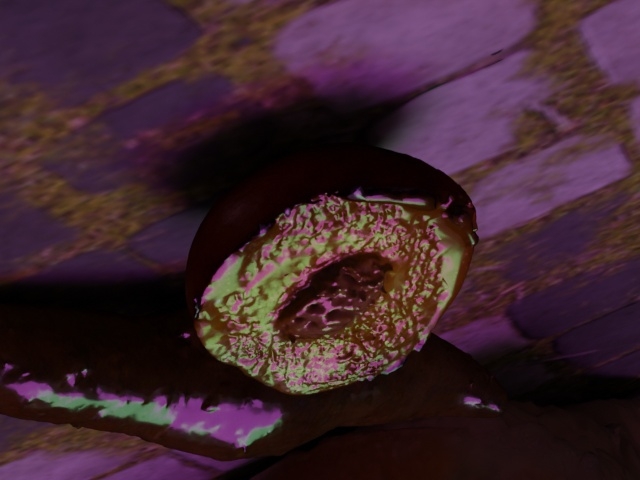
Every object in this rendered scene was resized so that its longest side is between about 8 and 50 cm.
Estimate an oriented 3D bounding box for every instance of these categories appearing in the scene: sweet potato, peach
[{"bbox_3d":[-0.033,0.047,0.693,0.274,0.067,0.067,7,147,-41],"label":"sweet potato"},{"bbox_3d":[-0.001,0.001,0.604,0.098,0.061,0.098,-16,136,-16],"label":"peach"}]

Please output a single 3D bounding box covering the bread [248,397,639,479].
[{"bbox_3d":[0.062,0.300,0.973,0.390,0.371,0.279,-28,157,23],"label":"bread"}]
